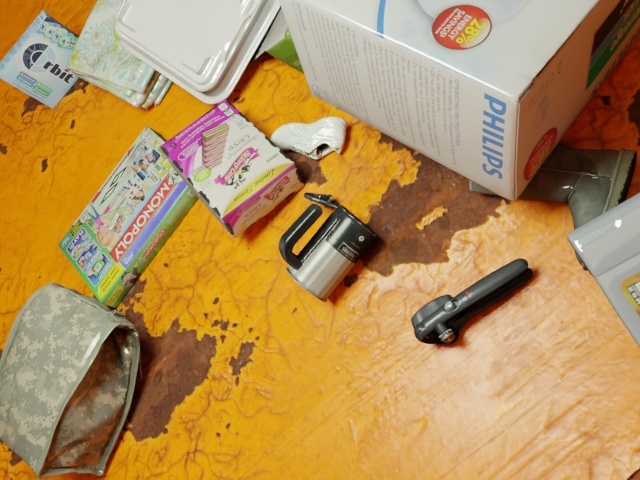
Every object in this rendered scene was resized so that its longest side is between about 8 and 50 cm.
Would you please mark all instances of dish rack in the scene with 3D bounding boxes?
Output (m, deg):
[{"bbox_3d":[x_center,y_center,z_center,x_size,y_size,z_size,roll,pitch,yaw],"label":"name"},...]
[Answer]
[{"bbox_3d":[-0.259,-0.459,1.298,0.333,0.072,0.286,36,100,21],"label":"dish rack"}]

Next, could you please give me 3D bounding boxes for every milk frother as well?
[{"bbox_3d":[0.000,0.000,1.057,0.135,0.129,0.143,-50,11,5],"label":"milk frother"}]

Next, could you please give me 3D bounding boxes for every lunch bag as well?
[{"bbox_3d":[-0.452,0.237,1.186,0.235,0.169,0.287,19,87,36],"label":"lunch bag"}]

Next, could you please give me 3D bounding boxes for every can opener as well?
[{"bbox_3d":[0.206,0.083,0.907,0.186,0.059,0.073,-35,56,16],"label":"can opener"}]

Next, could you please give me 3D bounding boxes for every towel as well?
[{"bbox_3d":[-0.405,-0.502,1.487,0.320,0.090,0.375,28,90,35],"label":"towel"}]

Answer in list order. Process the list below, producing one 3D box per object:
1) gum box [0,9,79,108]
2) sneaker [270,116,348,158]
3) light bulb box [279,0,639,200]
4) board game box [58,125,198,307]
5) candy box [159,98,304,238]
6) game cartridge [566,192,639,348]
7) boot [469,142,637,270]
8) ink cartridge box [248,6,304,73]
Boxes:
[{"bbox_3d":[-0.653,-0.429,1.578,0.184,0.157,0.041,-47,54,8],"label":"gum box"},{"bbox_3d":[-0.025,-0.174,1.155,0.152,0.053,0.061,-6,71,29],"label":"sneaker"},{"bbox_3d":[0.204,-0.312,0.884,0.361,0.225,0.358,33,76,26],"label":"light bulb box"},{"bbox_3d":[-0.381,-0.053,1.332,0.213,0.046,0.317,40,94,37],"label":"board game box"},{"bbox_3d":[-0.162,-0.134,1.182,0.159,0.071,0.233,-39,57,-10],"label":"candy box"},{"bbox_3d":[0.440,0.068,0.727,0.198,0.062,0.297,-35,73,20],"label":"game cartridge"},{"bbox_3d":[0.300,-0.063,0.898,0.208,0.076,0.190,15,69,29],"label":"boot"},{"bbox_3d":[-0.028,-0.413,1.237,0.189,0.097,0.255,-67,20,-6],"label":"ink cartridge box"}]
